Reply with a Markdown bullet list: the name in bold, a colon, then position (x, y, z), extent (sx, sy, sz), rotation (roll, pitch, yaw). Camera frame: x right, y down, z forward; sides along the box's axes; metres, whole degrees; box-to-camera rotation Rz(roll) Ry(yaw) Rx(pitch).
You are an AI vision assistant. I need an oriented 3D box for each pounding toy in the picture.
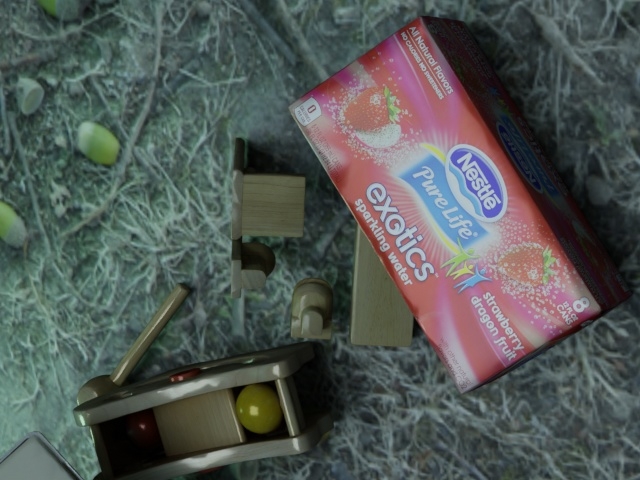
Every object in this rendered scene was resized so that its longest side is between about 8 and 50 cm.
- **pounding toy**: position (-0.128, 0.122, 1.538), extent (0.269, 0.154, 0.155), rotation (-13, 94, 34)

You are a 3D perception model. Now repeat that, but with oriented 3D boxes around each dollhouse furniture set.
- **dollhouse furniture set**: position (0.000, 0.000, 1.503), extent (0.151, 0.123, 0.144), rotation (2, 105, -3)

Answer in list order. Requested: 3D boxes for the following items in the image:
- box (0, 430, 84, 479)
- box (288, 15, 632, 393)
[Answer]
- **box**: position (-0.231, 0.287, 1.544), extent (0.148, 0.311, 0.121), rotation (-42, 73, -11)
- **box**: position (0.107, -0.029, 1.355), extent (0.128, 0.122, 0.257), rotation (-33, 82, 19)
